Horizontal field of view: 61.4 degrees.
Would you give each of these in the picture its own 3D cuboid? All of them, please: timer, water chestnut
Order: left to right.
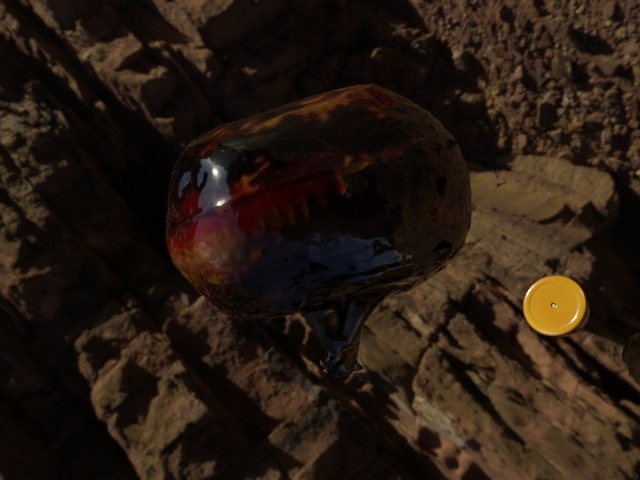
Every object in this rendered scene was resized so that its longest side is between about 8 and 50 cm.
[{"bbox_3d":[0.000,0.000,0.613,0.350,0.351,0.302,155,101,-74],"label":"water chestnut"},{"bbox_3d":[0.540,0.158,1.194,0.152,0.132,0.132,24,-173,-46],"label":"timer"}]

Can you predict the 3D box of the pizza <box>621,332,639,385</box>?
[{"bbox_3d":[0.448,0.182,0.622,0.199,0.062,0.188,48,-175,32],"label":"pizza"}]
